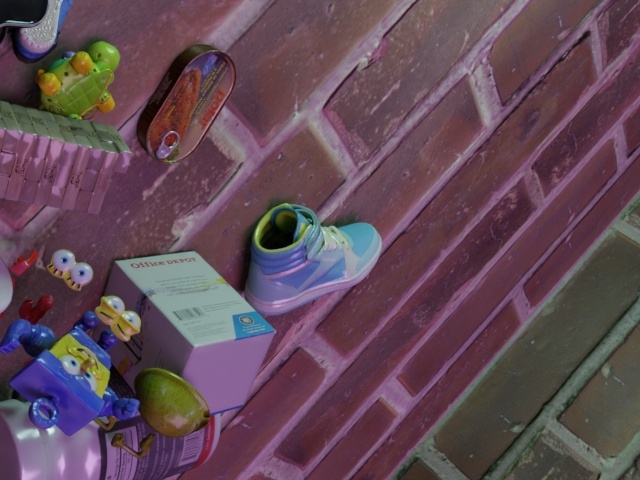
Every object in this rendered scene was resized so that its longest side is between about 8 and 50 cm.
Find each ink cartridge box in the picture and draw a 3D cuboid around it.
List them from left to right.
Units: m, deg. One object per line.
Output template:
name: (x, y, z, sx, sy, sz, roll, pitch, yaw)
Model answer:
ink cartridge box: (-0.229, 0.153, 1.321, 0.171, 0.232, 0.168, -6, 128, -46)

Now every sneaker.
sneaker: (-0.329, -0.283, 0.970, 0.058, 0.084, 0.152, 21, 71, -28)
sneaker: (0.000, 0.000, 1.537, 0.319, 0.127, 0.208, -28, 141, -31)

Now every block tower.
block tower: (-0.399, -0.112, 0.940, 0.335, 0.091, 0.097, 8, 116, -35)

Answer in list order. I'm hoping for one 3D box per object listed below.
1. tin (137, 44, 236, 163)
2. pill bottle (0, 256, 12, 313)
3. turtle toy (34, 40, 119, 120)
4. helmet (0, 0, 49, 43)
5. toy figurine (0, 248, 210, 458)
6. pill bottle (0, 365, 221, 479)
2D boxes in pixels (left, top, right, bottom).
tin: (-0.199, -0.202, 1.204, 0.106, 0.040, 0.190, 25, 101, -51)
pill bottle: (-0.501, 0.090, 0.998, 0.221, 0.121, 0.121, -32, 149, 17)
turtle toy: (-0.311, -0.207, 1.043, 0.130, 0.066, 0.095, -40, 145, -17)
helmet: (-0.385, -0.246, 0.835, 0.161, 0.169, 0.169, -44, 149, -39)
toy figurine: (-0.331, 0.209, 1.082, 0.191, 0.217, 0.362, -36, 106, 16)
pill bottle: (-0.364, 0.317, 1.339, 0.363, 0.210, 0.210, -5, 125, -46)
